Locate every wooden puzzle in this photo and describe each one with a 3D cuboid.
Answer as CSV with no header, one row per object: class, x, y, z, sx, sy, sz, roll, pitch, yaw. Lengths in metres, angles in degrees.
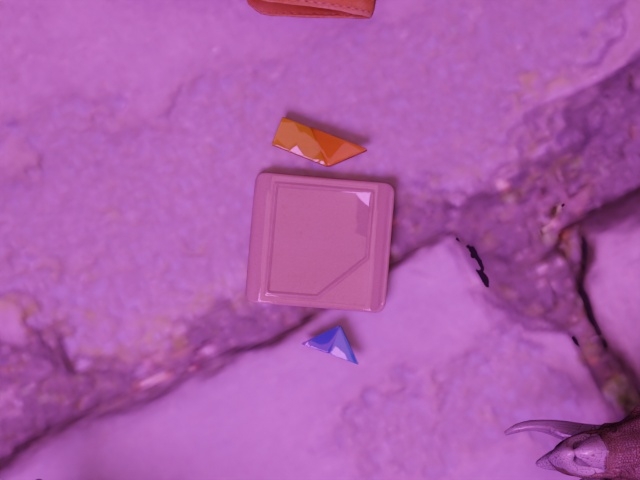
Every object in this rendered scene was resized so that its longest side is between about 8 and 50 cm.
wooden puzzle,0.000,0.000,0.683,0.078,0.014,0.116,12,87,3

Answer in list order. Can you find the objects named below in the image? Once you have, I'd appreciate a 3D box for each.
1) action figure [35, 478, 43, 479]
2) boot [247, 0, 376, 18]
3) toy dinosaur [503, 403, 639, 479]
action figure,-0.092,0.253,0.601,0.141,0.164,0.276,-35,95,-7
boot,0.032,-0.216,0.657,0.295,0.104,0.211,-1,93,3
toy dinosaur,0.260,0.138,0.633,0.313,0.160,0.121,35,62,-11
